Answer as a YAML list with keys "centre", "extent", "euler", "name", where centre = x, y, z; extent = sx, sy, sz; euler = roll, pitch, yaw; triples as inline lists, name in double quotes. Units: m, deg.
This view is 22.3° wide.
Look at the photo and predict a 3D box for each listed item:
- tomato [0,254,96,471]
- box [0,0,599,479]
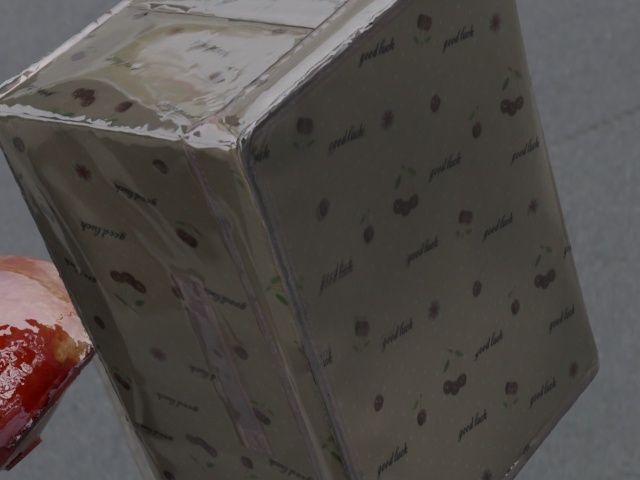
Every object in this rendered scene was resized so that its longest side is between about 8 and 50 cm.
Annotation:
- centre: [-0.259, 0.094, 1.249]
  extent: [0.139, 0.233, 0.200]
  euler: [42, 91, -7]
  name: "tomato"
- centre: [0.000, 0.000, 0.873]
  extent: [0.190, 0.297, 0.225]
  euler: [12, 42, 39]
  name: "box"
